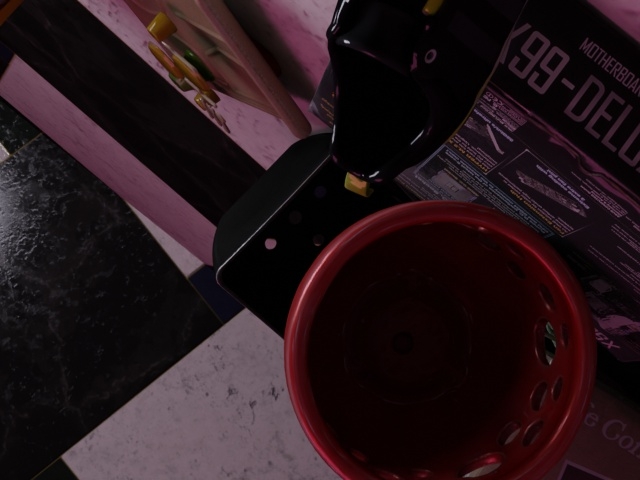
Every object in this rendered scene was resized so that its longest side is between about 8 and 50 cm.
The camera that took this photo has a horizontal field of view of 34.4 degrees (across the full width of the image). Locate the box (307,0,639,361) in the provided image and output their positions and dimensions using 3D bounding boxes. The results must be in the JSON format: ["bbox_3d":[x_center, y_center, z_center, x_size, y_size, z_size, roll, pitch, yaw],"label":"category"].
[{"bbox_3d":[0.145,-0.046,0.655,0.307,0.076,0.242,38,169,0],"label":"box"}]

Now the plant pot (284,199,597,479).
[{"bbox_3d":[0.070,0.072,0.696,0.191,0.191,0.174,38,177,-1],"label":"plant pot"}]

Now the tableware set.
[{"bbox_3d":[-0.126,-0.165,0.978,0.104,0.024,0.154,42,173,18],"label":"tableware set"}]

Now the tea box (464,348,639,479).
[{"bbox_3d":[0.266,0.264,0.932,0.329,0.220,0.323,33,-179,5],"label":"tea box"}]

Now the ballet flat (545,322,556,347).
[{"bbox_3d":[0.199,0.044,0.873,0.070,0.070,0.188,26,163,45],"label":"ballet flat"}]

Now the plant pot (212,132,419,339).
[{"bbox_3d":[0.000,0.000,1.059,0.188,0.187,0.167,44,180,-26],"label":"plant pot"}]

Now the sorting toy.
[{"bbox_3d":[-0.136,-0.227,0.921,0.229,0.041,0.307,34,169,41],"label":"sorting toy"}]

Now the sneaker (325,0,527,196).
[{"bbox_3d":[0.053,-0.111,0.451,0.084,0.097,0.234,24,136,15],"label":"sneaker"}]

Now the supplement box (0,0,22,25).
[{"bbox_3d":[-0.362,-0.331,0.959,0.191,0.129,0.194,36,168,10],"label":"supplement box"}]
